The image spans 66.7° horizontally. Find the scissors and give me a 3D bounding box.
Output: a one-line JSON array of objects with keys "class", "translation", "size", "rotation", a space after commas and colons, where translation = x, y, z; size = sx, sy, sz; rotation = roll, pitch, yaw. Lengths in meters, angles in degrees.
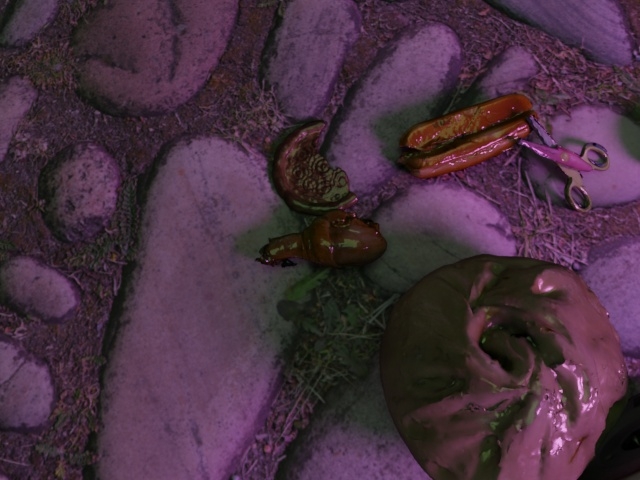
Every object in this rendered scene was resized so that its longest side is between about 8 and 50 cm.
[{"class": "scissors", "translation": [0.418, -0.144, 0.839], "size": [0.187, 0.020, 0.133], "rotation": [31, 77, -13]}]

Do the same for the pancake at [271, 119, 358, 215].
[{"class": "pancake", "translation": [-0.002, -0.132, 0.909], "size": [0.190, 0.020, 0.184], "rotation": [30, 78, 12]}]

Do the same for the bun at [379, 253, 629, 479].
[{"class": "bun", "translation": [0.241, 0.164, 0.678], "size": [0.326, 0.234, 0.362], "rotation": [25, 66, 32]}]

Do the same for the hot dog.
[{"class": "hot dog", "translation": [0.266, -0.186, 0.874], "size": [0.270, 0.072, 0.109], "rotation": [-18, 75, 2]}]

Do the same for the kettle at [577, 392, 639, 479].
[{"class": "kettle", "translation": [0.538, 0.364, 0.616], "size": [0.319, 0.247, 0.342], "rotation": [-25, 69, -38]}]

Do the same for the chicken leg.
[{"class": "chicken leg", "translation": [0.000, 0.000, 0.843], "size": [0.228, 0.088, 0.103], "rotation": [-4, 83, 10]}]
